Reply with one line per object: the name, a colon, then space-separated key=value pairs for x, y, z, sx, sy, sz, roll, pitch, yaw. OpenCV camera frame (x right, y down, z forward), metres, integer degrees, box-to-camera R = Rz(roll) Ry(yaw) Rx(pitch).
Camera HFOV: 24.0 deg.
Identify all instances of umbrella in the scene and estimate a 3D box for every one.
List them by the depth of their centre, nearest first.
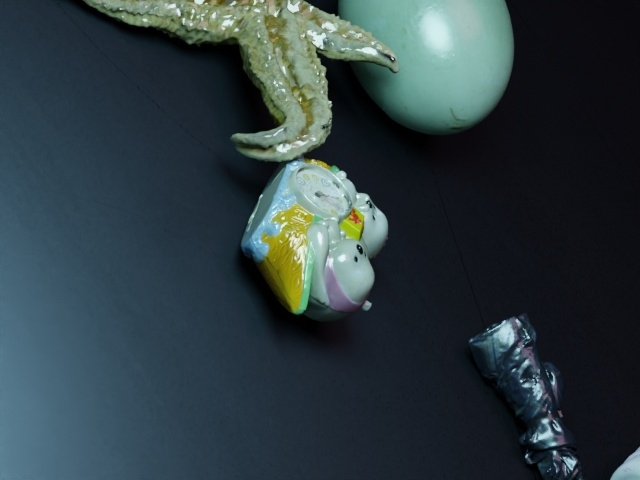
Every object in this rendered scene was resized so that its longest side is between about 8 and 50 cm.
umbrella: x=0.243 y=0.192 z=1.655 sx=0.071 sy=0.080 sz=0.224 roll=53 pitch=12 yaw=-73

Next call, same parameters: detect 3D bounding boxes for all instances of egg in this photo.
egg: x=0.126 y=-0.256 z=1.818 sx=0.203 sy=0.203 sz=0.282 roll=7 pitch=57 yaw=-43

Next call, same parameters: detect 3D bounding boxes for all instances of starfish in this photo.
starfish: x=-0.124 y=-0.261 z=1.648 sx=0.432 sy=0.082 sz=0.324 roll=42 pitch=44 yaw=9

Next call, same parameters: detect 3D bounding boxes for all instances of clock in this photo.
clock: x=0.000 y=0.000 z=1.534 sx=0.144 sy=0.103 sz=0.231 roll=32 pitch=37 yaw=-9

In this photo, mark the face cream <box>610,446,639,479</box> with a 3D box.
face cream: x=0.446 y=0.266 z=1.771 sx=0.345 sy=0.102 sz=0.102 roll=-6 pitch=63 yaw=-51
